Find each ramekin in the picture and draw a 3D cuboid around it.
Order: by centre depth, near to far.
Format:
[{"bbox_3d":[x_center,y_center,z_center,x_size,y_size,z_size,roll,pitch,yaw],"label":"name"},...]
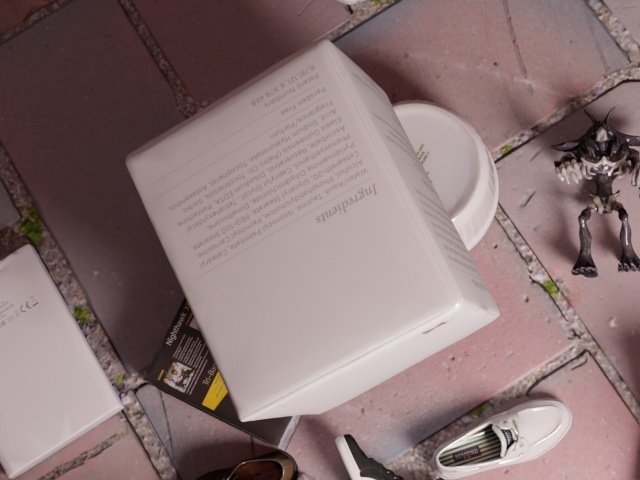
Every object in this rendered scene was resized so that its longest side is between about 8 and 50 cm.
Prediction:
[{"bbox_3d":[0.150,-0.097,1.748,0.272,0.127,0.273,-2,76,6],"label":"ramekin"}]

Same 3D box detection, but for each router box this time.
[{"bbox_3d":[-0.100,0.140,1.742,0.242,0.081,0.309,25,80,12],"label":"router box"}]

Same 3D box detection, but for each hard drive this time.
[{"bbox_3d":[-0.486,0.193,1.797,0.210,0.040,0.319,-33,74,-2],"label":"hard drive"}]

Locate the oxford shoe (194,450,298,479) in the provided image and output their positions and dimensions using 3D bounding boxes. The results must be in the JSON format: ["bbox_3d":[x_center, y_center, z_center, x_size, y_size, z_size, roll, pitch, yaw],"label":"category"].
[{"bbox_3d":[-0.148,0.383,1.681,0.227,0.096,0.083,-30,76,1],"label":"oxford shoe"}]

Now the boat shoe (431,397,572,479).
[{"bbox_3d":[0.277,0.304,1.658,0.226,0.076,0.083,-27,75,0],"label":"boat shoe"}]

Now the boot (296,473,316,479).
[{"bbox_3d":[0.015,0.433,1.642,0.190,0.069,0.086,31,87,45],"label":"boot"}]

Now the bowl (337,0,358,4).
[{"bbox_3d":[0.038,-0.477,1.896,0.142,0.053,0.142,31,81,13],"label":"bowl"}]

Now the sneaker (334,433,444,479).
[{"bbox_3d":[0.120,0.368,1.666,0.121,0.079,0.217,-30,83,-5],"label":"sneaker"}]

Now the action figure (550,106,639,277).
[{"bbox_3d":[0.443,-0.087,1.705,0.164,0.141,0.276,-3,79,8],"label":"action figure"}]

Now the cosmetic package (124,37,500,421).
[{"bbox_3d":[0.000,0.000,1.522,0.327,0.329,0.394,-29,76,12],"label":"cosmetic package"}]
